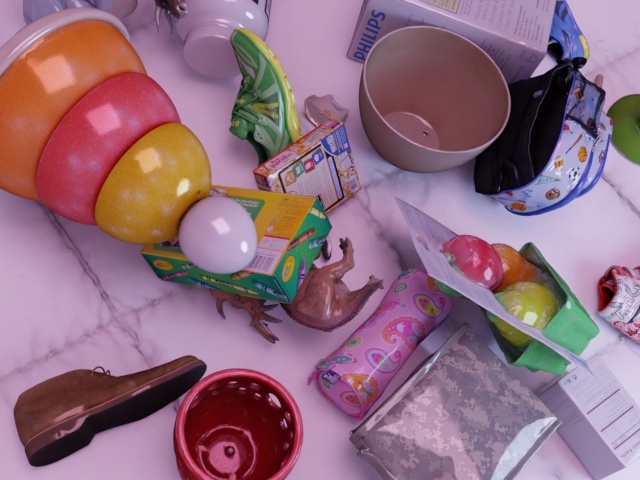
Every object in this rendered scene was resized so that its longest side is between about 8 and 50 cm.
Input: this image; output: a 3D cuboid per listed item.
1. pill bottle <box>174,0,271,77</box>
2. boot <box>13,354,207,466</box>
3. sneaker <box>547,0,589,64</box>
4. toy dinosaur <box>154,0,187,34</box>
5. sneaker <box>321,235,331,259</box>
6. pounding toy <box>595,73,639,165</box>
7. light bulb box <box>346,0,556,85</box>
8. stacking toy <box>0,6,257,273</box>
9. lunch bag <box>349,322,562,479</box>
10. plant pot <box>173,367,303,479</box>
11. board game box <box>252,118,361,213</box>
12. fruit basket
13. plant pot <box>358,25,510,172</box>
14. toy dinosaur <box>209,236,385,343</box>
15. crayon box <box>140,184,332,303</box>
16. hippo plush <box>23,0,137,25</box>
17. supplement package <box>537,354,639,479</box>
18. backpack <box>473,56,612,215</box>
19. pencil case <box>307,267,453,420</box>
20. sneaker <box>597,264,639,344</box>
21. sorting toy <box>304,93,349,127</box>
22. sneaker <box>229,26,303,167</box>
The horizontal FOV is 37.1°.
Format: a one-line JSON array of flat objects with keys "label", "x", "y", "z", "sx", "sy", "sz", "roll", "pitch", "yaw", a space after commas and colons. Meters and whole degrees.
[{"label": "pill bottle", "x": -0.184, "y": -0.481, "z": 1.855, "sx": 0.182, "sy": 0.181, "sz": 0.322, "roll": 11, "pitch": 61, "yaw": -10}, {"label": "boot", "x": -0.329, "y": 0.233, "z": 1.497, "sx": 0.305, "sy": 0.112, "sz": 0.115, "roll": -22, "pitch": 60, "yaw": -22}, {"label": "sneaker", "x": 0.512, "y": -0.471, "z": 2.105, "sx": 0.082, "sy": 0.069, "sz": 0.209, "roll": -15, "pitch": 68, "yaw": -18}, {"label": "toy dinosaur", "x": -0.288, "y": -0.538, "z": 1.758, "sx": 0.121, "sy": 0.160, "sz": 0.313, "roll": 24, "pitch": 36, "yaw": -31}, {"label": "sneaker", "x": 0.000, "y": 0.000, "z": 1.747, "sx": 0.035, "sy": 0.031, "sz": 0.083, "roll": -8, "pitch": 61, "yaw": -4}, {"label": "pounding toy", "x": 0.689, "y": -0.269, "z": 2.024, "sx": 0.237, "sy": 0.110, "sz": 0.183, "roll": 28, "pitch": 59, "yaw": 0}, {"label": "light bulb box", "x": 0.283, "y": -0.511, "z": 1.972, "sx": 0.361, "sy": 0.225, "sz": 0.357, "roll": 19, "pitch": 61, "yaw": -4}, {"label": "stacking toy", "x": -0.296, "y": -0.104, "z": 1.511, "sx": 0.480, "sy": 0.350, "sz": 0.350, "roll": 40, "pitch": 60, "yaw": 13}, {"label": "lunch bag", "x": 0.208, "y": 0.322, "z": 1.555, "sx": 0.235, "sy": 0.169, "sz": 0.287, "roll": 46, "pitch": 57, "yaw": 10}, {"label": "plant pot", "x": -0.135, "y": 0.311, "z": 1.462, "sx": 0.191, "sy": 0.174, "sz": 0.191, "roll": 7, "pitch": 62, "yaw": -13}, {"label": "board game box", "x": -0.020, "y": -0.110, "z": 1.731, "sx": 0.193, "sy": 0.146, "sz": 0.045, "roll": -37, "pitch": 38, "yaw": -28}, {"label": "fruit basket", "x": 0.285, "y": 0.080, "z": 1.639, "sx": 0.353, "sy": 0.165, "sz": 0.327, "roll": 25, "pitch": 20, "yaw": -17}, {"label": "plant pot", "x": 0.192, "y": -0.238, "z": 1.826, "sx": 0.284, "sy": 0.191, "sz": 0.284, "roll": 7, "pitch": 62, "yaw": -13}, {"label": "toy dinosaur", "x": -0.023, "y": 0.098, "z": 1.591, "sx": 0.296, "sy": 0.127, "sz": 0.200, "roll": 15, "pitch": 54, "yaw": 39}, {"label": "crayon box", "x": -0.142, "y": -0.002, "z": 1.594, "sx": 0.279, "sy": 0.081, "sz": 0.165, "roll": 8, "pitch": 54, "yaw": 31}, {"label": "hippo plush", "x": -0.498, "y": -0.528, "z": 1.811, "sx": 0.294, "sy": 0.234, "sz": 0.236, "roll": 14, "pitch": 28, "yaw": -29}, {"label": "supplement package", "x": 0.483, "y": 0.310, "z": 1.670, "sx": 0.105, "sy": 0.105, "sz": 0.179, "roll": -29, "pitch": 74, "yaw": -26}, {"label": "backpack", "x": 0.416, "y": -0.177, "z": 1.832, "sx": 0.213, "sy": 0.276, "sz": 0.263, "roll": 33, "pitch": 65, "yaw": -22}, {"label": "pencil case", "x": 0.105, "y": 0.173, "z": 1.632, "sx": 0.124, "sy": 0.124, "sz": 0.284, "roll": 41, "pitch": 62, "yaw": 8}, {"label": "sneaker", "x": 0.629, "y": 0.068, "z": 1.845, "sx": 0.145, "sy": 0.090, "sz": 0.270, "roll": 31, "pitch": 62, "yaw": -1}, {"label": "sorting toy", "x": 0.017, "y": -0.255, "z": 1.876, "sx": 0.083, "sy": 0.045, "sz": 0.075, "roll": 43, "pitch": 54, "yaw": 9}, {"label": "sneaker", "x": -0.111, "y": -0.239, "z": 1.731, "sx": 0.124, "sy": 0.109, "sz": 0.295, "roll": -21, "pitch": 107, "yaw": -12}]
